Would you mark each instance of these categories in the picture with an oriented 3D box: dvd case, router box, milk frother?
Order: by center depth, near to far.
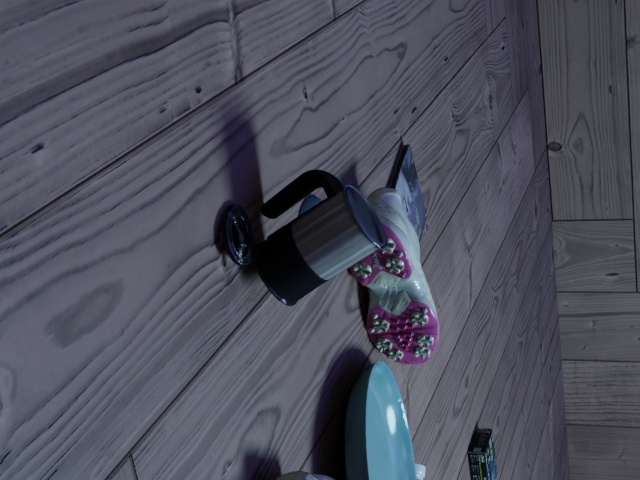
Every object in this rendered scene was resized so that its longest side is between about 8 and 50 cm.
[{"bbox_3d":[-0.022,-0.009,1.183,0.129,0.134,0.143,58,18,4],"label":"milk frother"},{"bbox_3d":[0.138,-0.029,1.776,0.221,0.018,0.165,-69,151,-44],"label":"dvd case"},{"bbox_3d":[0.350,0.480,2.295,0.092,0.038,0.123,-54,139,-59],"label":"router box"}]

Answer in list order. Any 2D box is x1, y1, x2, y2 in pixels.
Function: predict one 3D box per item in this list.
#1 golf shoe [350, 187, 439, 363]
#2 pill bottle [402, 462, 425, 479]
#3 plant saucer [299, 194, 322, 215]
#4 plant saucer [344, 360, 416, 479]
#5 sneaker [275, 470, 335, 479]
[{"bbox_3d":[0.119,0.055,1.598,0.140,0.115,0.306,-73,155,-46],"label":"golf shoe"},{"bbox_3d":[0.139,0.416,1.697,0.065,0.065,0.116,52,42,-58],"label":"pill bottle"},{"bbox_3d":[0.000,0.000,1.403,0.119,0.021,0.119,-1,90,-70],"label":"plant saucer"},{"bbox_3d":[0.088,0.334,1.537,0.317,0.043,0.318,-10,90,-75],"label":"plant saucer"},{"bbox_3d":[-0.040,0.372,1.196,0.111,0.103,0.252,52,36,-52],"label":"sneaker"}]
